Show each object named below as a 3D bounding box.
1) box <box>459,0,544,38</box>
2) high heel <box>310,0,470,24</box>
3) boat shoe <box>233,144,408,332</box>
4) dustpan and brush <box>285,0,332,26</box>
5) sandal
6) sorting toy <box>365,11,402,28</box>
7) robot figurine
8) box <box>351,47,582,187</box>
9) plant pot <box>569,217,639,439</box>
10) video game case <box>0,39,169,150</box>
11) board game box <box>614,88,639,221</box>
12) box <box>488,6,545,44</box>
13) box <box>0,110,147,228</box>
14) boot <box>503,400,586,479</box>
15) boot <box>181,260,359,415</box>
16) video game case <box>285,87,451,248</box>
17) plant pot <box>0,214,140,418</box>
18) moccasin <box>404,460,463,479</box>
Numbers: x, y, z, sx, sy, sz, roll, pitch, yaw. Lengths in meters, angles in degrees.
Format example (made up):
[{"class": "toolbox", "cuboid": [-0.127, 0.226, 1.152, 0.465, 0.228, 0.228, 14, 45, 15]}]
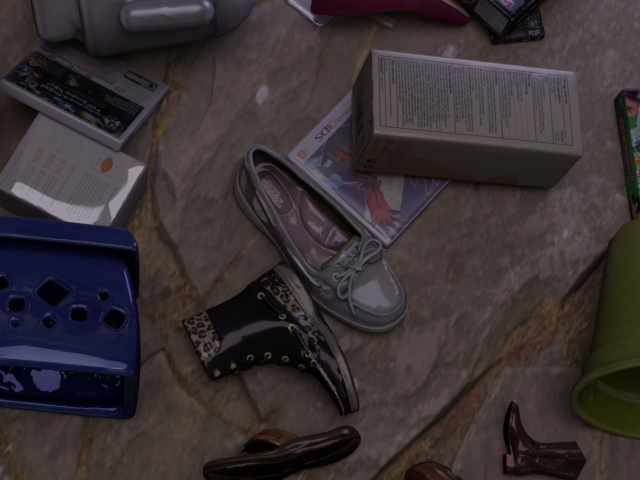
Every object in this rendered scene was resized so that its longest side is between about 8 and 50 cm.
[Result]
[{"class": "box", "cuboid": [0.256, -0.471, 2.089, 0.270, 0.060, 0.216, 44, 67, 8]}, {"class": "high heel", "cuboid": [0.106, -0.349, 2.044, 0.244, 0.117, 0.082, 18, 26, -31]}, {"class": "boat shoe", "cuboid": [0.001, -0.003, 1.912, 0.118, 0.103, 0.320, -38, 82, -16]}, {"class": "dustpan and brush", "cuboid": [0.016, -0.448, 2.067, 0.147, 0.060, 0.211, 39, 73, 5]}, {"class": "sandal", "cuboid": [-0.055, 0.281, 1.835, 0.219, 0.090, 0.060, -16, 60, -10]}, {"class": "sorting toy", "cuboid": [0.088, -0.368, 2.078, 0.083, 0.012, 0.062, 31, 73, 2]}, {"class": "robot figurine", "cuboid": [-0.238, -0.376, 1.940, 0.353, 0.199, 0.300, -11, 41, -11]}, {"class": "box", "cuboid": [0.209, -0.173, 1.958, 0.311, 0.121, 0.148, 6, 66, -11]}, {"class": "plant pot", "cuboid": [0.487, 0.111, 1.878, 0.276, 0.276, 0.254, 9, 62, -5]}, {"class": "video game case", "cuboid": [-0.333, -0.216, 1.929, 0.190, 0.022, 0.173, 27, 38, 1]}, {"class": "board game box", "cuboid": [0.616, -0.128, 2.058, 0.317, 0.046, 0.213, -2, 75, -8]}, {"class": "box", "cuboid": [0.299, -0.339, 2.093, 0.083, 0.018, 0.067, -8, 75, -9]}, {"class": "box", "cuboid": [-0.346, -0.076, 1.896, 0.170, 0.091, 0.130, 28, 71, 2]}, {"class": "boot", "cuboid": [0.315, 0.281, 1.904, 0.114, 0.037, 0.106, 4, 86, -3]}, {"class": "boot", "cuboid": [-0.067, 0.165, 1.868, 0.179, 0.085, 0.236, -26, 75, -11]}, {"class": "video game case", "cuboid": [0.082, -0.118, 1.999, 0.201, 0.023, 0.183, 42, 73, 6]}, {"class": "plant pot", "cuboid": [-0.345, 0.098, 1.778, 0.236, 0.236, 0.212, 6, 67, -5]}, {"class": "moccasin", "cuboid": [0.171, 0.481, 1.785, 0.147, 0.139, 0.380, -10, 84, -19]}]
